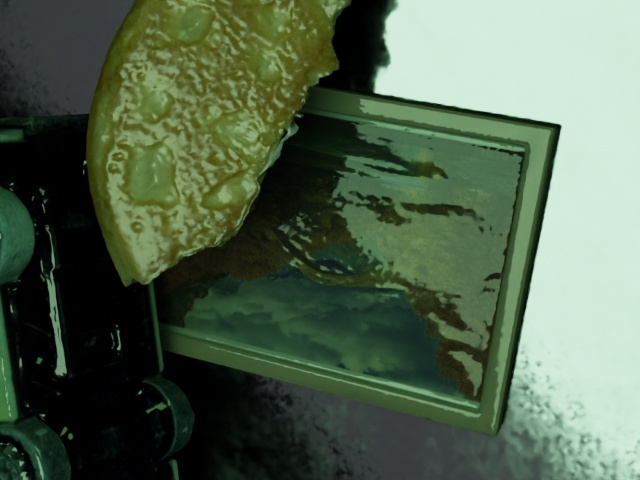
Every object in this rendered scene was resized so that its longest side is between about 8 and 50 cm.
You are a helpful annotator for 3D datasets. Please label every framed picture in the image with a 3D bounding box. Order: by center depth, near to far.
[{"bbox_3d":[0.000,0.000,0.668,0.250,0.016,0.184,13,104,18],"label":"framed picture"}]

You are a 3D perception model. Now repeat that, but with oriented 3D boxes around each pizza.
[{"bbox_3d":[-0.056,-0.089,0.622,0.127,0.058,0.246,15,91,1],"label":"pizza"}]

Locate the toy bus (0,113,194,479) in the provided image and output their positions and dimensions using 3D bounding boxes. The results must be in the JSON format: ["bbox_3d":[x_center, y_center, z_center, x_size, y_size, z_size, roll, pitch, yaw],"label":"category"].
[{"bbox_3d":[-0.180,0.069,0.674,0.165,0.133,0.276,-3,95,35],"label":"toy bus"}]
